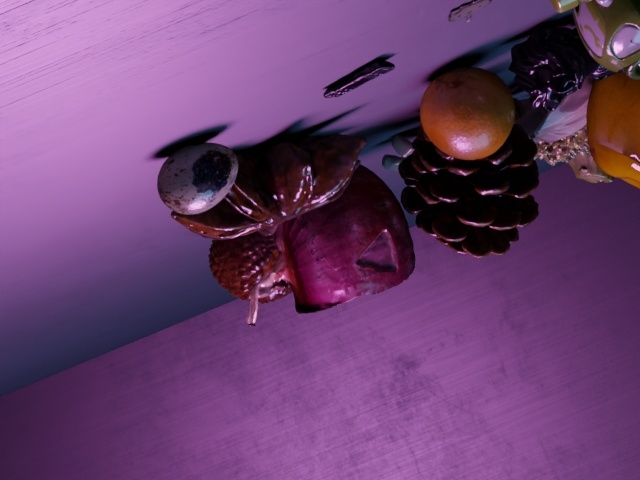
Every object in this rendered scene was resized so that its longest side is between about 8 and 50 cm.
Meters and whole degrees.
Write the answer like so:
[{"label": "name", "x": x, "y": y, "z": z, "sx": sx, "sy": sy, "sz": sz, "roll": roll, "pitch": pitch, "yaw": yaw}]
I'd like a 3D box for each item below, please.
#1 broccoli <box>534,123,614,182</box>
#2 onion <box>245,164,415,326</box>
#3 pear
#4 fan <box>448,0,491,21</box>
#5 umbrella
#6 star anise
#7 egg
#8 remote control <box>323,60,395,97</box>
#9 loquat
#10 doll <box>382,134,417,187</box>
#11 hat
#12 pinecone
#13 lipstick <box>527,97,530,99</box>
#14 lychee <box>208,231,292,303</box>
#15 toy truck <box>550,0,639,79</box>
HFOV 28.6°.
[{"label": "broccoli", "x": 0.515, "y": -0.201, "z": 2.376, "sx": 0.198, "sy": 0.226, "sz": 0.176, "roll": -149, "pitch": -97, "yaw": -84}, {"label": "onion", "x": 0.025, "y": -0.018, "z": 2.039, "sx": 0.272, "sy": 0.230, "sz": 0.256, "roll": -17, "pitch": -178, "yaw": -41}, {"label": "pear", "x": 0.560, "y": -0.237, "z": 1.977, "sx": 0.285, "sy": 0.336, "sz": 0.285, "roll": 9, "pitch": 169, "yaw": 2}, {"label": "fan", "x": 0.177, "y": -0.270, "z": 1.489, "sx": 0.056, "sy": 0.004, "sz": 0.083, "roll": -24, "pitch": 174, "yaw": 5}, {"label": "umbrella", "x": 0.388, "y": -0.271, "z": 1.806, "sx": 0.272, "sy": 0.122, "sz": 0.110, "roll": -22, "pitch": -141, "yaw": -40}, {"label": "star anise", "x": -0.069, "y": -0.077, "z": 1.846, "sx": 0.315, "sy": 0.108, "sz": 0.315, "roll": -25, "pitch": 175, "yaw": -2}, {"label": "egg", "x": -0.154, "y": -0.080, "z": 1.588, "sx": 0.110, "sy": 0.085, "sz": 0.085, "roll": -26, "pitch": 174, "yaw": 10}, {"label": "remote control", "x": 0.047, "y": -0.203, "z": 1.576, "sx": 0.096, "sy": 0.014, "sz": 0.039, "roll": -25, "pitch": 174, "yaw": 33}, {"label": "loquat", "x": 0.207, "y": -0.182, "z": 1.783, "sx": 0.141, "sy": 0.141, "sz": 0.141, "roll": -22, "pitch": 174, "yaw": -2}, {"label": "doll", "x": 0.245, "y": -0.138, "z": 2.200, "sx": 0.275, "sy": 0.113, "sz": 0.155, "roll": -5, "pitch": 140, "yaw": -32}, {"label": "hat", "x": 0.437, "y": -0.232, "z": 2.167, "sx": 0.226, "sy": 0.164, "sz": 0.219, "roll": 6, "pitch": 161, "yaw": -29}, {"label": "pinecone", "x": 0.245, "y": -0.113, "z": 2.001, "sx": 0.244, "sy": 0.244, "sz": 0.309, "roll": -20, "pitch": 144, "yaw": -23}, {"label": "lipstick", "x": 0.440, "y": -0.272, "z": 2.312, "sx": 0.129, "sy": 0.030, "sz": 0.030, "roll": -25, "pitch": 176, "yaw": -29}, {"label": "lychee", "x": -0.112, "y": 0.024, "z": 2.284, "sx": 0.188, "sy": 0.188, "sz": 0.188, "roll": -22, "pitch": 174, "yaw": -2}, {"label": "toy truck", "x": 0.359, "y": -0.290, "z": 1.405, "sx": 0.187, "sy": 0.148, "sz": 0.210, "roll": -27, "pitch": 152, "yaw": 21}]
